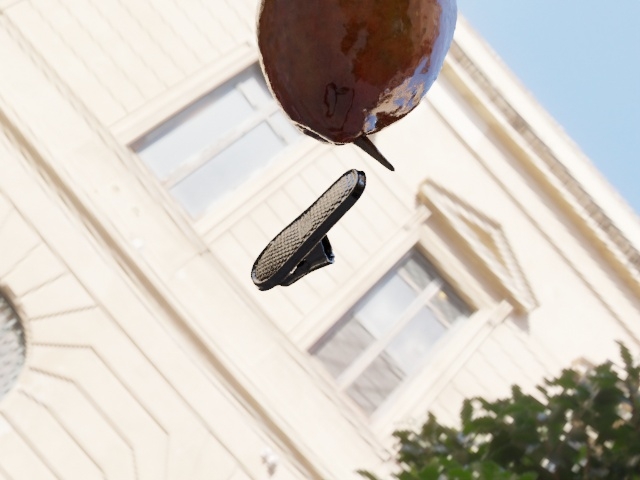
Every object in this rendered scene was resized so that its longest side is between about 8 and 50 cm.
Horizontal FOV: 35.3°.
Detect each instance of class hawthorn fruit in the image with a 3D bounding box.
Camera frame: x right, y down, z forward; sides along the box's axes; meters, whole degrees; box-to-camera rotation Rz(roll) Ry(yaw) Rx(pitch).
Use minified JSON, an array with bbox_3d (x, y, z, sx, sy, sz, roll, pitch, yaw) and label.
[{"bbox_3d":[0.036,-0.194,1.021,0.210,0.210,0.262,-23,-118,50],"label":"hawthorn fruit"}]

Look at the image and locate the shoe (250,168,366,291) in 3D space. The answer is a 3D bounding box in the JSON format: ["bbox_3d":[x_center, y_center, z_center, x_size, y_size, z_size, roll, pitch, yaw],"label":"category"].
[{"bbox_3d":[0.000,0.000,0.935,0.053,0.062,0.159,30,-61,-27],"label":"shoe"}]
